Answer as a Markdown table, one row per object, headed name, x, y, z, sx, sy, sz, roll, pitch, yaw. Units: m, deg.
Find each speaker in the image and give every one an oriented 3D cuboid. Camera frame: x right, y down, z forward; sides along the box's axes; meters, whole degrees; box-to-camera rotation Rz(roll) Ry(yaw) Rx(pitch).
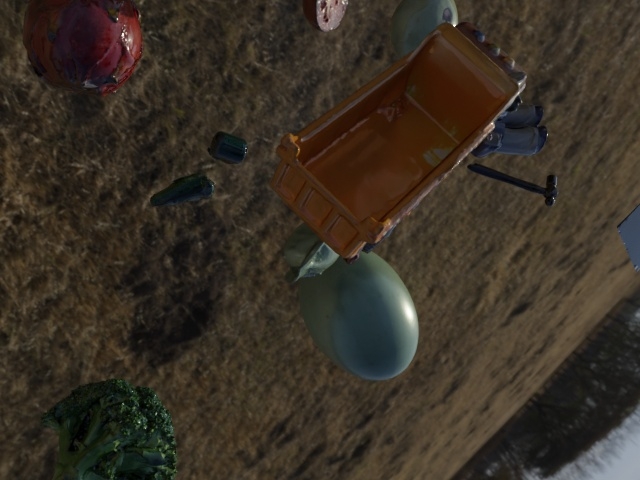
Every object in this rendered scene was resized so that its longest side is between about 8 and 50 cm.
| name | x | y | z | sx | sy | sz | roll | pitch | yaw |
| --- | --- | --- | --- | --- | --- | --- | --- | --- | --- |
| speaker | -0.214 | -0.198 | 1.284 | 0.075 | 0.060 | 0.094 | 16 | 141 | -30 |

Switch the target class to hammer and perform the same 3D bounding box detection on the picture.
| name | x | y | z | sx | sy | sz | roll | pitch | yaw |
| --- | --- | --- | --- | --- | --- | --- | --- | --- | --- |
| hammer | 0.365 | -0.118 | 1.092 | 0.021 | 0.179 | 0.065 | 102 | 7 | -67 |

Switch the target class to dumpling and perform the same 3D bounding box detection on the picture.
| name | x | y | z | sx | sy | sz | roll | pitch | yaw |
| --- | --- | --- | --- | --- | --- | --- | --- | --- | --- |
| dumpling | 0.004 | 0.011 | 1.167 | 0.108 | 0.153 | 0.219 | 54 | 44 | -29 |

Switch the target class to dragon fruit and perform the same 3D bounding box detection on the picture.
| name | x | y | z | sx | sy | sz | roll | pitch | yaw |
| --- | --- | --- | --- | --- | --- | --- | --- | --- | --- |
| dragon fruit | -0.612 | -0.529 | 1.482 | 0.296 | 0.296 | 0.301 | 2 | 93 | -57 |

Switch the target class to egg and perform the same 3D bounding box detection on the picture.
| name | x | y | z | sx | sy | sz | roll | pitch | yaw |
| --- | --- | --- | --- | --- | --- | --- | --- | --- | --- |
| egg | 0.096 | 0.181 | 1.481 | 0.276 | 0.388 | 0.276 | -30 | -178 | 1 |

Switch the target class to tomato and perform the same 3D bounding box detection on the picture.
| name | x | y | z | sx | sy | sz | roll | pitch | yaw |
| --- | --- | --- | --- | --- | --- | --- | --- | --- | --- |
| tomato | 0.006 | -0.717 | 1.647 | 0.225 | 0.085 | 0.224 | -55 | 157 | -37 |

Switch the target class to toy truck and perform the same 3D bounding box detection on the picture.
| name | x | y | z | sx | sy | sz | roll | pitch | yaw |
| --- | --- | --- | --- | --- | --- | --- | --- | --- | --- |
| toy truck | 0.075 | -0.094 | 0.505 | 0.270 | 0.114 | 0.135 | -42 | 175 | -32 |

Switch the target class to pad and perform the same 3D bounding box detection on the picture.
| name | x | y | z | sx | sy | sz | roll | pitch | yaw |
| --- | --- | --- | --- | --- | --- | --- | --- | --- | --- |
| pad | 0.498 | -0.073 | 0.771 | 0.243 | 0.004 | 0.164 | -48 | 138 | 6 |

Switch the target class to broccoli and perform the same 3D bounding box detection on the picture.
| name | x | y | z | sx | sy | sz | roll | pitch | yaw |
| --- | --- | --- | --- | --- | --- | --- | --- | --- | --- |
| broccoli | -0.269 | 0.269 | 0.743 | 0.156 | 0.196 | 0.195 | -64 | 175 | -48 |

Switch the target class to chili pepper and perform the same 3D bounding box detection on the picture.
| name | x | y | z | sx | sy | sz | roll | pitch | yaw |
| --- | --- | --- | --- | --- | --- | --- | --- | --- | --- |
| chili pepper | -0.450 | -0.150 | 1.877 | 0.216 | 0.062 | 0.108 | -18 | 136 | -11 |

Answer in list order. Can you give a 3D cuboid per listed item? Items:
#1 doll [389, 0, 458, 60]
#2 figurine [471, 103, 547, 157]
| name | x | y | z | sx | sy | sz | roll | pitch | yaw |
| --- | --- | --- | --- | --- | --- | --- | --- | --- | --- |
| doll | 0.194 | -0.417 | 1.035 | 0.155 | 0.113 | 0.274 | -5 | 115 | -39 |
| figurine | 0.197 | -0.192 | 0.867 | 0.275 | 0.193 | 0.133 | -14 | 162 | -19 |
